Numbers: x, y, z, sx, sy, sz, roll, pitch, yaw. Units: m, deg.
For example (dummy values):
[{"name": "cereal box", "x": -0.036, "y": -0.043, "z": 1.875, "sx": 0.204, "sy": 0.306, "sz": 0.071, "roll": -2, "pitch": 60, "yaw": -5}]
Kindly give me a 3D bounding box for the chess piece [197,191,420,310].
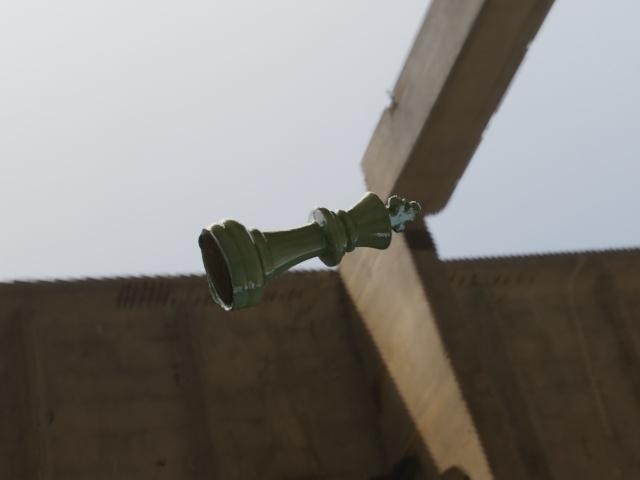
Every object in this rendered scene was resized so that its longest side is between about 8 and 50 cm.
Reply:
[{"name": "chess piece", "x": 0.000, "y": 0.000, "z": 0.772, "sx": 0.149, "sy": 0.059, "sz": 0.059, "roll": -15, "pitch": -122, "yaw": -22}]
